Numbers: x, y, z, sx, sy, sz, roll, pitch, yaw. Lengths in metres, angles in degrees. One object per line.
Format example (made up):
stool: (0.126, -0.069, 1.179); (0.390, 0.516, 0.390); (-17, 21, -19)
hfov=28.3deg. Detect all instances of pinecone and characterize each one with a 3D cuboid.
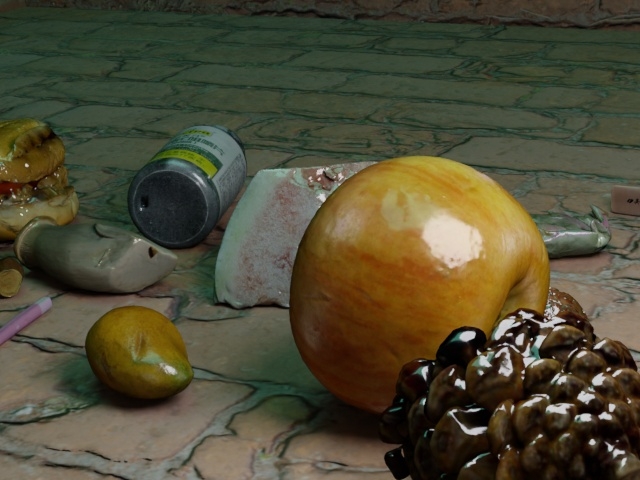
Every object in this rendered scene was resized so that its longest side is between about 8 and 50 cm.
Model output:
pinecone: (0.180, 0.167, 1.093); (0.224, 0.224, 0.272); (-12, 6, -24)

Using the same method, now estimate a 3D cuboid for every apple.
apple: (0.108, 0.051, 1.341); (0.233, 0.286, 0.286); (26, 33, 36)

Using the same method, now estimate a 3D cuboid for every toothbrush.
toothbrush: (-0.409, 0.129, 1.568); (0.025, 0.020, 0.286); (-3, 19, 20)

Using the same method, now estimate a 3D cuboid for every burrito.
burrito: (0.253, -0.003, 1.782); (0.309, 0.066, 0.096); (-5, 22, 2)

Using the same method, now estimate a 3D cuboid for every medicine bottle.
medicine bottle: (-0.197, -0.098, 1.998); (0.141, 0.141, 0.293); (1, 19, 10)

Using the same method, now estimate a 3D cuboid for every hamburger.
hamburger: (-0.509, -0.089, 1.996); (0.244, 0.163, 0.244); (-8, 22, 3)

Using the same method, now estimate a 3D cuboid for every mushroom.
mushroom: (-0.322, 0.020, 1.759); (0.247, 0.096, 0.108); (6, 46, 31)

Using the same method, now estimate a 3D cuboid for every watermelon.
watermelon: (0.000, 0.000, 1.740); (0.310, 0.193, 0.232); (-3, -4, -40)

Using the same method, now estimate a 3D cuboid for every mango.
mango: (-0.208, 0.132, 1.443); (0.115, 0.089, 0.165); (2, 21, -15)

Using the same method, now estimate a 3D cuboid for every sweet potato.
sweet potato: (-0.438, 0.045, 1.774); (0.049, 0.049, 0.117); (-8, 14, -15)

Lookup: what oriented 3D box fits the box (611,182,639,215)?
box: (0.499, -0.059, 1.930); (0.115, 0.048, 0.025); (9, 19, 27)

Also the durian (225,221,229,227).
durian: (-0.078, -0.014, 1.860); (0.130, 0.066, 0.052); (1, 18, -18)

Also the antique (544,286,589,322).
antique: (0.256, 0.101, 1.440); (0.104, 0.104, 0.104); (-3, 20, 1)
